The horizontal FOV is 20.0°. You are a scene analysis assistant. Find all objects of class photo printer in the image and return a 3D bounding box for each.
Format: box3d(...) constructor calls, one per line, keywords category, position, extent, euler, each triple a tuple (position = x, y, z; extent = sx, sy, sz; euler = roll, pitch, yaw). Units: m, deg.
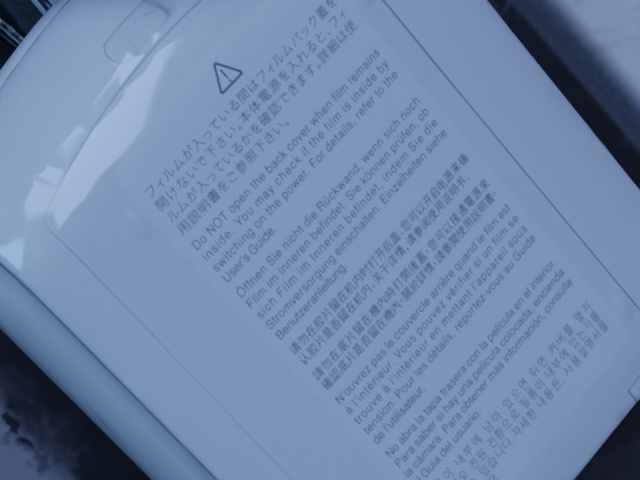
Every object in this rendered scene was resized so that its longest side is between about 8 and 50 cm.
box3d(category="photo printer", position=(0.000, 0.000, 0.797), extent=(0.307, 0.107, 0.256), euler=(47, 73, -19))

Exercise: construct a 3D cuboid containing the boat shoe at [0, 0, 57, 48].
box3d(category="boat shoe", position=(-0.185, -0.153, 0.884), extent=(0.119, 0.121, 0.335), euler=(-44, 85, 7))
